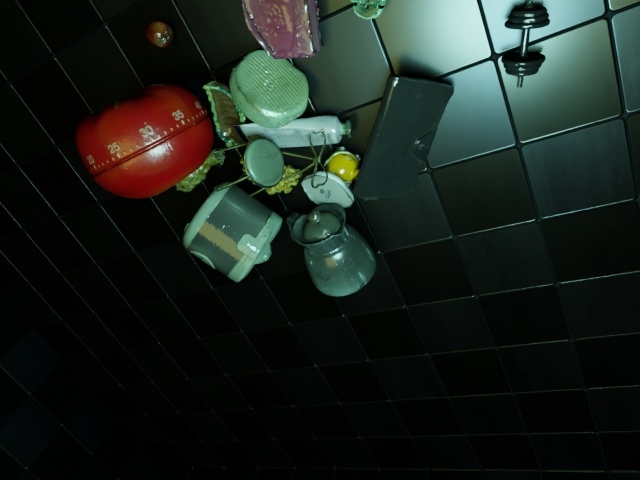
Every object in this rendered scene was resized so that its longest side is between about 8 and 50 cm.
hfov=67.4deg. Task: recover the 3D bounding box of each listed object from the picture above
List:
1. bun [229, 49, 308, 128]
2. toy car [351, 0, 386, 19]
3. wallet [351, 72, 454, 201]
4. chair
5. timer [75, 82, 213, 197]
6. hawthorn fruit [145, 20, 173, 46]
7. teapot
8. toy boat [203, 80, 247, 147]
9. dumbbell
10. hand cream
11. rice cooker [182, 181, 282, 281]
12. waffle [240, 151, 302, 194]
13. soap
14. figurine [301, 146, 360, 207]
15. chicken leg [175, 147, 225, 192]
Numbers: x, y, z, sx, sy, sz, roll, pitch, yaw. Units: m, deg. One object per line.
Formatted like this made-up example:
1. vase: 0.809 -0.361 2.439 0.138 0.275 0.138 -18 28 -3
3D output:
1. bun: -0.142 -0.409 1.327 0.221 0.221 0.108 36 158 -8
2. toy car: 0.122 -0.630 1.146 0.094 0.058 0.185 12 115 12
3. wallet: 0.221 -0.269 1.323 0.197 0.051 0.377 -1 131 -22
4. chair: -0.150 -0.221 1.372 0.326 0.170 0.159 -6 81 43
5. timer: -0.500 -0.289 1.406 0.378 0.378 0.279 -18 111 29
6. hawthorn fruit: -0.463 -0.592 1.371 0.077 0.077 0.077 10 127 13
7. teapot: 0.022 -0.009 1.542 0.224 0.305 0.285 -28 128 2
8. toy boat: -0.273 -0.381 1.389 0.109 0.099 0.293 17 159 10
9. dumbbell: 0.476 -0.462 1.116 0.099 0.099 0.208 4 125 17
10. hand cream: -0.076 -0.316 1.409 0.337 0.076 0.121 -2 154 12
11. rice cooker: -0.284 -0.023 1.596 0.277 0.288 0.288 36 128 -9
12. waffle: -0.165 -0.226 1.547 0.192 0.046 0.161 45 129 -12
13. soap: -0.105 -0.613 1.208 0.182 0.112 0.288 0 123 15
14. figurine: 0.042 -0.198 1.478 0.167 0.140 0.250 25 165 -7
15. chicken leg: -0.405 -0.232 1.593 0.228 0.103 0.088 -25 98 28
